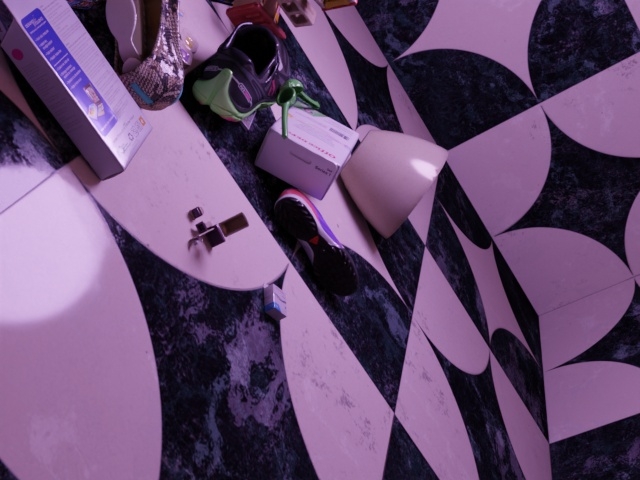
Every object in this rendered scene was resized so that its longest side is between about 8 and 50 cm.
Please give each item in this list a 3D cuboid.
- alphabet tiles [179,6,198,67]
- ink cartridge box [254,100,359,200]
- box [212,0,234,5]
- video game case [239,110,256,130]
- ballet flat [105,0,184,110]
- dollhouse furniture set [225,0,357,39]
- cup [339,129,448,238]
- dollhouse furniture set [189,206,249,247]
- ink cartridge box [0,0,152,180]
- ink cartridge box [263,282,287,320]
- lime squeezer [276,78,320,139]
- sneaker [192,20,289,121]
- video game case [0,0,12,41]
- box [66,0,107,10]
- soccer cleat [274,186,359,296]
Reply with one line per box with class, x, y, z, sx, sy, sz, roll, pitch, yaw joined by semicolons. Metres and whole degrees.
alphabet tiles;-0.391;-0.544;1.925;0.284;0.021;0.278;51;26;-28
ink cartridge box;-0.031;-0.240;2.139;0.201;0.117;0.278;28;27;0
box;-0.277;-0.814;2.389;0.257;0.079;0.322;65;23;1
video game case;-0.204;-0.345;2.119;0.087;0.011;0.122;52;25;-24
ballet flat;-0.374;-0.501;1.695;0.182;0.164;0.482;41;37;-58
dollhouse furniture set;-0.057;-0.677;2.210;0.152;0.374;0.201;43;50;-54
cup;0.202;-0.207;2.512;0.237;0.331;0.331;36;26;-3
dollhouse furniture set;-0.213;-0.036;1.638;0.091;0.114;0.081;64;27;-4
ink cartridge box;-0.444;-0.301;1.447;0.370;0.069;0.175;60;23;-27
ink cartridge box;-0.100;0.130;1.804;0.048;0.028;0.083;42;30;-41
lime squeezer;-0.074;-0.349;2.078;0.310;0.059;0.109;-58;141;-63
sneaker;-0.156;-0.444;2.050;0.185;0.202;0.482;34;27;-7
video game case;-0.543;-0.432;1.474;0.183;0.023;0.201;61;23;-5
box;-0.524;-0.570;1.606;0.233;0.044;0.159;60;13;-7
soccer cleat;0.000;0.000;2.070;0.318;0.109;0.116;53;21;-17
